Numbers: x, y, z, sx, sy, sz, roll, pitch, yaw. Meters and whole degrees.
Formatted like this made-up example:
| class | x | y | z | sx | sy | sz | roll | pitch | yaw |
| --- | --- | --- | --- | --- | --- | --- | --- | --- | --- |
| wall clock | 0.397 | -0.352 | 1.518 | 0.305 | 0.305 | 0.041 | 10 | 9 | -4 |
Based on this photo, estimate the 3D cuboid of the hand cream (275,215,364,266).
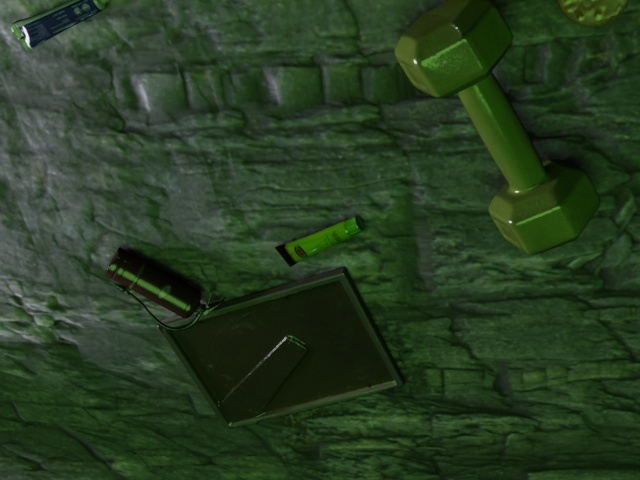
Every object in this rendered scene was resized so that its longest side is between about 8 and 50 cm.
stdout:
| class | x | y | z | sx | sy | sz | roll | pitch | yaw |
| --- | --- | --- | --- | --- | --- | --- | --- | --- | --- |
| hand cream | 0.000 | 0.000 | 1.271 | 0.122 | 0.023 | 0.036 | -23 | 120 | 27 |

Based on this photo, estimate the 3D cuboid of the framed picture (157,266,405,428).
| class | x | y | z | sx | sy | sz | roll | pitch | yaw |
| --- | --- | --- | --- | --- | --- | --- | --- | --- | --- |
| framed picture | -0.054 | 0.158 | 1.390 | 0.289 | 0.016 | 0.213 | -18 | 119 | 20 |

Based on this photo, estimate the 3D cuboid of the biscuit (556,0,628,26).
| class | x | y | z | sx | sy | sz | roll | pitch | yaw |
| --- | --- | --- | --- | --- | --- | --- | --- | --- | --- |
| biscuit | 0.308 | -0.344 | 0.969 | 0.355 | 0.052 | 0.275 | -1 | 124 | 9 |

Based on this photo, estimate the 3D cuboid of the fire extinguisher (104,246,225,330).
| class | x | y | z | sx | sy | sz | roll | pitch | yaw |
| --- | --- | --- | --- | --- | --- | --- | --- | --- | --- |
| fire extinguisher | -0.215 | 0.072 | 1.340 | 0.157 | 0.045 | 0.078 | 29 | 100 | -11 |

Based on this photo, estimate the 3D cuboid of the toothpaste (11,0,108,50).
| class | x | y | z | sx | sy | sz | roll | pitch | yaw |
| --- | --- | --- | --- | --- | --- | --- | --- | --- | --- |
| toothpaste | -0.296 | -0.260 | 1.152 | 0.140 | 0.021 | 0.037 | -18 | 119 | 22 |

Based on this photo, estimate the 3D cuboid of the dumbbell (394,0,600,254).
| class | x | y | z | sx | sy | sz | roll | pitch | yaw |
| --- | --- | --- | --- | --- | --- | --- | --- | --- | --- |
| dumbbell | 0.200 | -0.123 | 1.102 | 0.108 | 0.121 | 0.302 | -36 | 113 | -3 |
